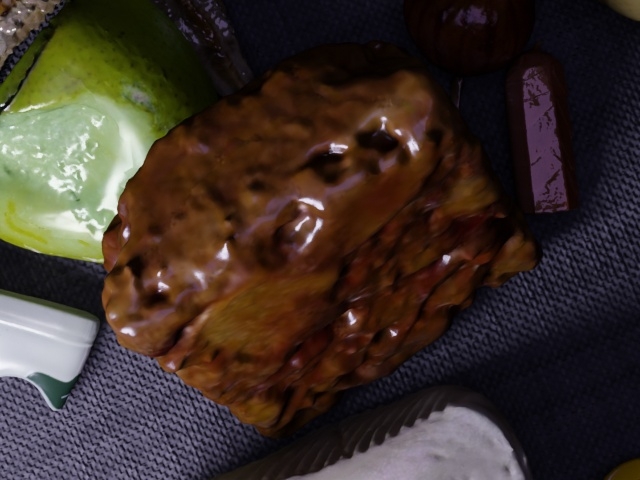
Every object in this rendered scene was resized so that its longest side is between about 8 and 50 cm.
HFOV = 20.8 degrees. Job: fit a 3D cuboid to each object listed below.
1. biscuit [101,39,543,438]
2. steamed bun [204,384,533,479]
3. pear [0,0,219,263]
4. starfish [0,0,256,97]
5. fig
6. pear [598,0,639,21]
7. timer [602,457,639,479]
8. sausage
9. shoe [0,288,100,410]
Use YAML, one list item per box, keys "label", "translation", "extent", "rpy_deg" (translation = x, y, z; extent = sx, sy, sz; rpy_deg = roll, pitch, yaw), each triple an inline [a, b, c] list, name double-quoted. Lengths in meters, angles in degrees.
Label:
- label: "biscuit"
  translation: [0.000, 0.000, 1.552]
  extent: [0.343, 0.395, 0.166]
  rpy_deg: [-33, 64, 4]
- label: "steamed bun"
  translation: [0.020, 0.294, 1.615]
  extent: [0.384, 0.247, 0.236]
  rpy_deg: [-21, 87, 3]
- label: "pear"
  translation: [-0.198, -0.069, 1.631]
  extent: [0.292, 0.159, 0.292]
  rpy_deg: [3, 126, 3]
- label: "starfish"
  translation: [-0.188, -0.284, 1.711]
  extent: [0.324, 0.082, 0.432]
  rpy_deg: [17, 93, 5]
- label: "fig"
  translation: [0.150, -0.204, 1.678]
  extent: [0.128, 0.128, 0.150]
  rpy_deg: [-30, 115, 3]
- label: "pear"
  translation: [0.334, -0.353, 1.580]
  extent: [0.309, 0.309, 0.309]
  rpy_deg: [0, 90, 4]
- label: "timer"
  translation: [0.315, 0.251, 1.662]
  extent: [0.107, 0.107, 0.109]
  rpy_deg: [-8, 133, 4]
- label: "sausage"
  translation: [0.213, -0.110, 1.697]
  extent: [0.065, 0.065, 0.169]
  rpy_deg: [-7, 91, 4]
- label: "shoe"
  translation: [-0.355, 0.092, 1.717]
  extent: [0.265, 0.095, 0.110]
  rpy_deg: [13, 91, 1]
